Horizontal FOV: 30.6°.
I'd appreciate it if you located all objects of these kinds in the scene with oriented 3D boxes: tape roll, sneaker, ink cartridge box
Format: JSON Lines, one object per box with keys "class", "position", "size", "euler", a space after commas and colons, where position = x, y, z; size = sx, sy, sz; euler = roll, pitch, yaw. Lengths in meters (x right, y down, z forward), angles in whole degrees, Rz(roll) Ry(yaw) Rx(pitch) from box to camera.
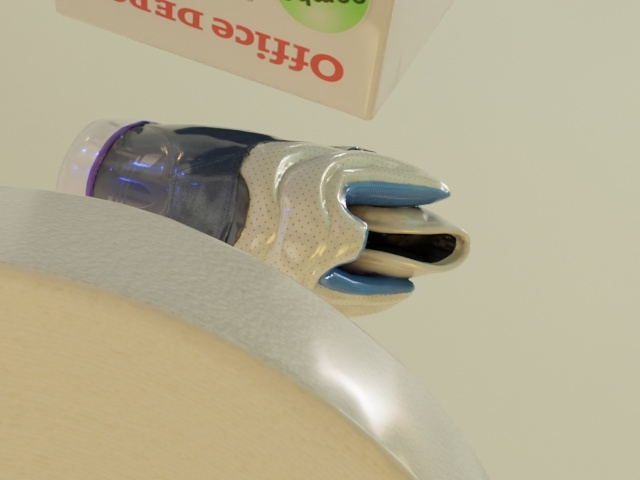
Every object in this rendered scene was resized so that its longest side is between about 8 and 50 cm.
{"class": "tape roll", "position": [-0.111, 0.173, 0.421], "size": [0.392, 0.392, 0.072], "euler": [48, -163, -13]}
{"class": "sneaker", "position": [0.000, -0.001, 0.801], "size": [0.323, 0.236, 0.130], "euler": [14, -89, -65]}
{"class": "ink cartridge box", "position": [-0.009, -0.244, 0.599], "size": [0.198, 0.270, 0.197], "euler": [20, -134, 12]}
